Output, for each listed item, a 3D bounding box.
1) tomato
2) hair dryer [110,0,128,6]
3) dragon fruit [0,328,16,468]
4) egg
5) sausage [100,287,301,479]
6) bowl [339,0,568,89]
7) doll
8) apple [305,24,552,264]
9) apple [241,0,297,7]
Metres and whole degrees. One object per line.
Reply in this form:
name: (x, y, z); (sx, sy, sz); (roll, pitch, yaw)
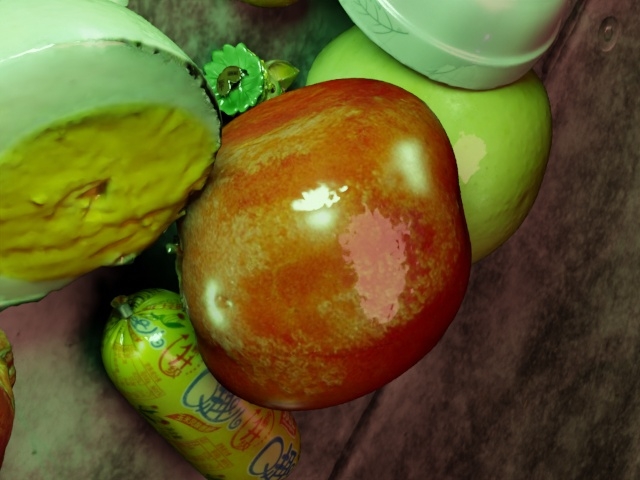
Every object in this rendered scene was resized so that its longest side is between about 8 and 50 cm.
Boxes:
tomato: (0.000, 0.000, 1.564); (0.325, 0.290, 0.293); (-67, 146, -77)
hair dryer: (-0.174, -0.263, 1.570); (0.124, 0.038, 0.063); (-16, 118, -49)
dragon fruit: (-0.392, 0.178, 1.377); (0.315, 0.250, 0.250); (-7, 111, -64)
egg: (-0.260, -0.110, 1.405); (0.337, 0.201, 0.337); (-20, 146, -14)
sausage: (-0.123, 0.169, 1.718); (0.123, 0.123, 0.347); (-54, 135, -17)
bowl: (0.153, -0.313, 1.683); (0.287, 0.287, 0.144); (-21, 163, -39)
doll: (-0.079, -0.170, 1.695); (0.078, 0.076, 0.113); (-50, 171, 15)
apple: (0.138, -0.107, 1.798); (0.258, 0.233, 0.295); (-27, 124, -31)
apple: (-0.051, -0.292, 1.629); (0.099, 0.102, 0.114); (-29, 123, -34)
